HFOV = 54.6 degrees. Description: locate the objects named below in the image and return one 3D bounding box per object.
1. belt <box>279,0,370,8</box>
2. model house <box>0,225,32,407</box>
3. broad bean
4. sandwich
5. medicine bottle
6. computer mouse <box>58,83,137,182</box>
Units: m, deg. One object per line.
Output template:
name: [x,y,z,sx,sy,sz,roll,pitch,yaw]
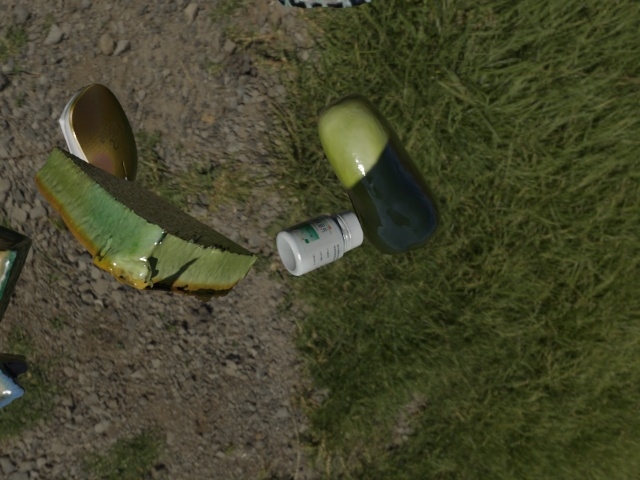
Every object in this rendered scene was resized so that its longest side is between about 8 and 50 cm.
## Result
belt: [0.032,-0.262,0.337,0.257,0.207,0.150,-44,163,0]
model house: [-0.767,0.141,1.244,0.343,0.335,0.382,16,98,-50]
broad bean: [0.062,-0.065,0.619,0.082,0.124,0.174,-22,103,13]
sandwich: [-0.189,-0.021,0.579,0.063,0.212,0.245,-60,168,-1]
medicine bottle: [0.000,0.000,1.027,0.130,0.080,0.080,-23,116,-24]
computer mouse: [-0.335,-0.125,0.971,0.245,0.056,0.126,93,11,-47]
